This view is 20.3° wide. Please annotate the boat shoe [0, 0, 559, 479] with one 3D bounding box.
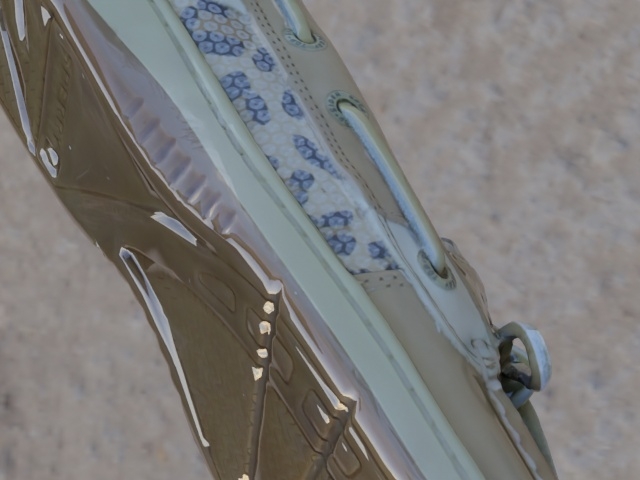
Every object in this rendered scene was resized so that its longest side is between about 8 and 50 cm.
[{"bbox_3d":[0.000,0.000,0.483,0.285,0.089,0.104,57,150,17],"label":"boat shoe"}]
